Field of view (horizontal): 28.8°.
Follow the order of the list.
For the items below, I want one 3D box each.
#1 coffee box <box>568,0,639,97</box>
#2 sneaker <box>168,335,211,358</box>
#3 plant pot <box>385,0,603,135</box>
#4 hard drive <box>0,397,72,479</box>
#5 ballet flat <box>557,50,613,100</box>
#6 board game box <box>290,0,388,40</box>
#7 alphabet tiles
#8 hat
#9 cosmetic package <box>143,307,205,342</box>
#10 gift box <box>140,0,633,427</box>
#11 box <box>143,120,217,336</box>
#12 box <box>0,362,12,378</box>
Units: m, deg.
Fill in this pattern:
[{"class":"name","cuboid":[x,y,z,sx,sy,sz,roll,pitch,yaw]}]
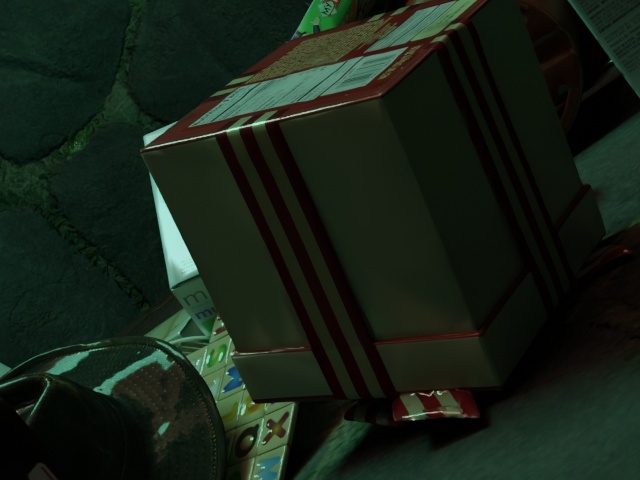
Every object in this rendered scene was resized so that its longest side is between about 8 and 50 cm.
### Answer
[{"class":"coffee box","cuboid":[0.291,-0.290,1.258,0.119,0.297,0.168,-36,7,18]},{"class":"sneaker","cuboid":[-0.205,0.225,1.248,0.350,0.131,0.148,-33,-15,-29]},{"class":"plant pot","cuboid":[0.191,-0.207,1.416,0.272,0.272,0.265,-36,12,21]},{"class":"hard drive","cuboid":[-0.195,0.254,0.556,0.339,0.237,0.064,-35,8,18]},{"class":"ballet flat","cuboid":[0.347,-0.264,1.599,0.348,0.123,0.123,-35,8,27]},{"class":"board game box","cuboid":[0.023,-0.208,1.542,0.317,0.046,0.213,90,-155,-62]},{"class":"alphabet tiles","cuboid":[-0.080,0.142,1.132,0.198,0.009,0.237,-29,38,40]},{"class":"hat","cuboid":[-0.253,0.192,1.040,0.331,0.134,0.331,-14,51,18]},{"class":"cosmetic package","cuboid":[-0.203,0.182,1.512,0.309,0.113,0.160,-35,8,31]},{"class":"gift box","cuboid":[0.063,-0.016,0.924,0.276,0.258,0.255,-4,27,41]},{"class":"box","cuboid":[-0.036,-0.050,1.324,0.262,0.126,0.231,-23,50,6]},{"class":"box","cuboid":[-0.440,0.266,1.419,0.215,0.168,0.345,-55,23,3]}]
